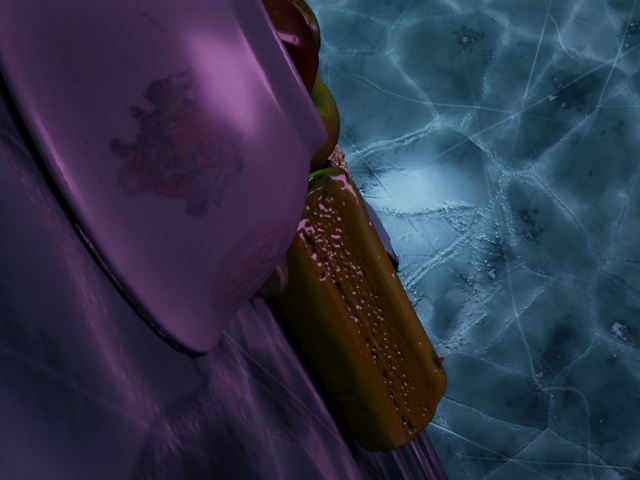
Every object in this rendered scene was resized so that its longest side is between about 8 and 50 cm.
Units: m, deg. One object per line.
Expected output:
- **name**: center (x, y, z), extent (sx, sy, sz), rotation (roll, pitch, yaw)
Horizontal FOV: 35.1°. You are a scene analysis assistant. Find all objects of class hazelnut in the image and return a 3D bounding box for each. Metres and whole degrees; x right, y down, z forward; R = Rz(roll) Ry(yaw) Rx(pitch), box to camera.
- **hazelnut**: center (-0.100, -0.198, 1.120), extent (0.208, 0.208, 0.208), rotation (63, 4, -7)

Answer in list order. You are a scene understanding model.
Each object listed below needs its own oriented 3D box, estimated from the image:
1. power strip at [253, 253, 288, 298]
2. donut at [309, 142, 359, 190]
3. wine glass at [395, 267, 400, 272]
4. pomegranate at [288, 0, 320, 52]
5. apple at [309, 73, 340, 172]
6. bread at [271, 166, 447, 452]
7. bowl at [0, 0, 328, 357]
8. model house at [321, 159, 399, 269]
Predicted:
- **power strip**: center (-0.132, -0.109, 1.020), extent (0.092, 0.066, 0.388), rotation (-106, 171, -64)
- **donut**: center (-0.005, -0.002, 1.469), extent (0.259, 0.152, 0.101), rotation (68, 19, 6)
- **wine glass**: center (0.041, 0.053, 1.578), extent (0.073, 0.155, 0.073), rotation (155, -90, -90)
- **pomegranate**: center (-0.103, -0.371, 1.967), extent (0.231, 0.231, 0.286), rotation (66, 5, 33)
- **apple**: center (-0.072, -0.169, 1.360), extent (0.196, 0.157, 0.196), rotation (45, 23, -25)
- **bread**: center (0.029, 0.089, 1.261), extent (0.112, 0.166, 0.384), rotation (1, -54, 50)
- **bowl**: center (-0.094, -0.103, 0.738), extent (0.346, 0.157, 0.345), rotation (62, 3, -7)
- **model house**: center (-0.002, -0.005, 1.364), extent (0.106, 0.152, 0.165), rotation (40, 19, -43)
